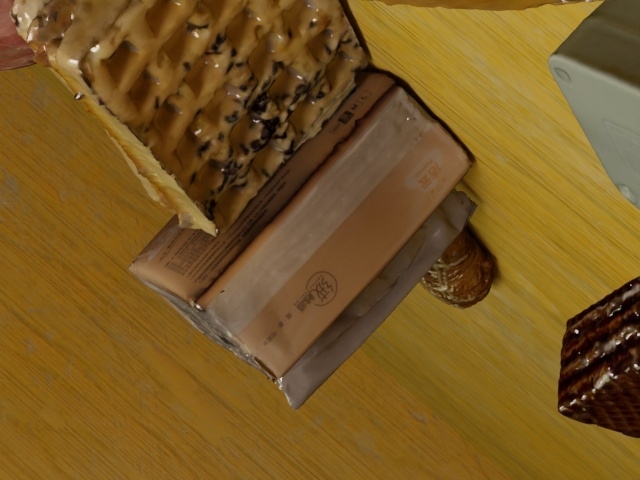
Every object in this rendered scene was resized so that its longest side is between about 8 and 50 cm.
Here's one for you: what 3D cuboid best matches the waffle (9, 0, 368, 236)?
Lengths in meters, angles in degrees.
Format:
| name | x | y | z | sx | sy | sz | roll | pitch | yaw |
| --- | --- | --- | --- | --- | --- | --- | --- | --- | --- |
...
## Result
| name | x | y | z | sx | sy | sz | roll | pitch | yaw |
| --- | --- | --- | --- | --- | --- | --- | --- | --- | --- |
| waffle | -0.105 | -0.176 | 1.671 | 0.114 | 0.261 | 0.376 | 33 | 168 | 26 |

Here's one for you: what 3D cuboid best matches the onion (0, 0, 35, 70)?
| name | x | y | z | sx | sy | sz | roll | pitch | yaw |
| --- | --- | --- | --- | --- | --- | --- | --- | --- | --- |
| onion | -0.334 | -0.325 | 1.870 | 0.353 | 0.353 | 0.353 | 40 | 171 | 8 |

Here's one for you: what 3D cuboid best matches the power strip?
| name | x | y | z | sx | sy | sz | roll | pitch | yaw |
| --- | --- | --- | --- | --- | --- | --- | --- | --- | --- |
| power strip | 0.275 | -0.020 | 1.247 | 0.229 | 0.141 | 0.261 | 32 | 164 | 49 |

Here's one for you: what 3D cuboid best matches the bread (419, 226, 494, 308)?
| name | x | y | z | sx | sy | sz | roll | pitch | yaw |
| --- | --- | --- | --- | --- | --- | --- | --- | --- | --- |
| bread | 0.147 | 0.027 | 2.159 | 0.105 | 0.076 | 0.233 | 38 | 172 | 30 |

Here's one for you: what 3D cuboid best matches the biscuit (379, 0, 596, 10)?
| name | x | y | z | sx | sy | sz | roll | pitch | yaw |
| --- | --- | --- | --- | --- | --- | --- | --- | --- | --- |
| biscuit | 0.088 | -0.178 | 0.968 | 0.296 | 0.102 | 0.296 | 3 | 174 | 0 |

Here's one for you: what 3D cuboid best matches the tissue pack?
| name | x | y | z | sx | sy | sz | roll | pitch | yaw |
| --- | --- | --- | --- | --- | --- | --- | --- | --- | --- |
| tissue pack | 0.000 | 0.000 | 1.910 | 0.238 | 0.305 | 0.238 | 40 | 170 | 9 |

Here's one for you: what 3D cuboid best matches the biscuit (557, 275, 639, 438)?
| name | x | y | z | sx | sy | sz | roll | pitch | yaw |
| --- | --- | --- | --- | --- | --- | --- | --- | --- | --- |
| biscuit | 0.346 | 0.119 | 1.239 | 0.388 | 0.073 | 0.107 | 18 | 153 | -17 |
